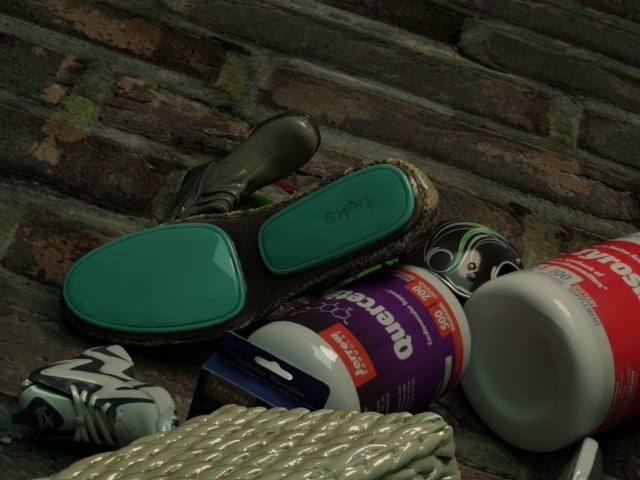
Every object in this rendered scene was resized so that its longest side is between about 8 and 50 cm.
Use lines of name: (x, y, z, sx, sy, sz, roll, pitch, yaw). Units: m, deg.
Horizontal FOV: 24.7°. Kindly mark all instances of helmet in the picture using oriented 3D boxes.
helmet: (0.190, 0.051, 1.984, 0.169, 0.169, 0.161, 34, 48, 21)

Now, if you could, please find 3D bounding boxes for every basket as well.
basket: (-0.078, 0.306, 1.207, 0.331, 0.266, 0.328, -17, 8, -42)

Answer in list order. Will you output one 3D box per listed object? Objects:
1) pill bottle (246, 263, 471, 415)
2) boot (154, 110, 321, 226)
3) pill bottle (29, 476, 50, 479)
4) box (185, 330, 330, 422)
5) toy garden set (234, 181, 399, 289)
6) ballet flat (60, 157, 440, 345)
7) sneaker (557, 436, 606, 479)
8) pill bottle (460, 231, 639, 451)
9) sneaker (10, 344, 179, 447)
pill bottle: (0.024, 0.156, 1.743, 0.181, 0.181, 0.323, 38, 39, 24)
boot: (-0.112, -0.069, 1.974, 0.083, 0.247, 0.161, 51, 29, -18)
pill bottle: (-0.376, 0.330, 1.298, 0.363, 0.210, 0.210, -8, 43, -34)
box: (-0.080, 0.213, 1.579, 0.136, 0.225, 0.036, 28, 36, 12)
toy garden set: (0.000, 0.000, 2.062, 0.244, 0.049, 0.204, 25, 37, 10)
ballet flat: (-0.074, 0.034, 1.827, 0.483, 0.182, 0.164, -19, 70, 9)
sneaker: (0.330, 0.361, 1.685, 0.147, 0.104, 0.295, 21, 41, 0)
pill bottle: (0.390, 0.115, 1.928, 0.408, 0.229, 0.229, -15, 48, -39)
sneaker: (-0.257, 0.197, 1.617, 0.153, 0.094, 0.235, -12, 33, -26)
